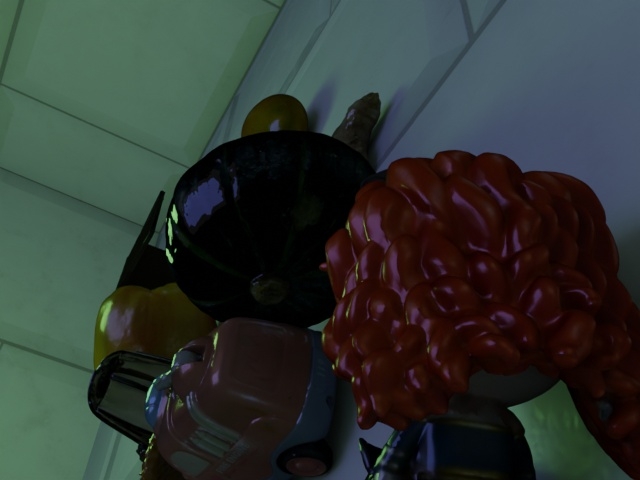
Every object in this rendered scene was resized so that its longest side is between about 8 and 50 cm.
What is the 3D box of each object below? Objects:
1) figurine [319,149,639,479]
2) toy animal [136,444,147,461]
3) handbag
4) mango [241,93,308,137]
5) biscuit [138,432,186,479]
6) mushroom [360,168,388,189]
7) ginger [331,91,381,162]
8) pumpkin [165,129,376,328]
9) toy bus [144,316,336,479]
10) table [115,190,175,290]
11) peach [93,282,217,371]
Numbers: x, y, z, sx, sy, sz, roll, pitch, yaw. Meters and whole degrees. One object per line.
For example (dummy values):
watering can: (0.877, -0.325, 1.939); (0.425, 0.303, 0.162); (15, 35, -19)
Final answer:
figurine: (0.100, 0.141, 0.537); (0.306, 0.241, 0.412); (-28, -54, -80)
toy animal: (-0.321, 0.412, 1.648); (0.220, 0.086, 0.069); (-54, 14, -26)
handbag: (-0.305, 0.299, 1.373); (0.358, 0.236, 0.160); (138, 154, -73)
mango: (-0.105, -0.273, 1.787); (0.254, 0.139, 0.175); (-1, 78, 63)
biscuit: (-0.198, 0.359, 1.116); (0.035, 0.254, 0.254); (-2, 55, 22)
mushroom: (0.120, -0.027, 0.825); (0.117, 0.141, 0.188); (-33, 15, -10)
ginger: (0.047, -0.157, 1.281); (0.137, 0.074, 0.213); (-28, 45, 55)
pumpkin: (-0.061, -0.003, 1.010); (0.315, 0.315, 0.238); (-56, 27, 31)
toy bus: (-0.110, 0.225, 0.987); (0.288, 0.232, 0.194); (-48, 28, 41)
table: (-0.388, 0.063, 1.997); (0.282, 0.250, 0.196); (-53, 20, 33)
peach: (-0.392, 0.256, 1.722); (0.289, 0.289, 0.308); (169, 98, -70)
